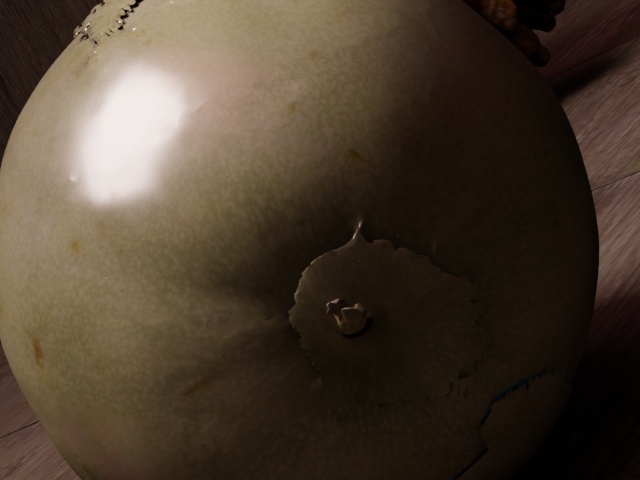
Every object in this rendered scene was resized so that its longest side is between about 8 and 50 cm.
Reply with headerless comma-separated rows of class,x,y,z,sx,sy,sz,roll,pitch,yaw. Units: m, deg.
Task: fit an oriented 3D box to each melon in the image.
melon,-0.014,0.002,0.789,0.268,0.268,0.330,-31,16,0

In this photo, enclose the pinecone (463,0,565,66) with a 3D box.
pinecone,0.057,-0.232,1.608,0.384,0.384,0.384,-31,9,5
